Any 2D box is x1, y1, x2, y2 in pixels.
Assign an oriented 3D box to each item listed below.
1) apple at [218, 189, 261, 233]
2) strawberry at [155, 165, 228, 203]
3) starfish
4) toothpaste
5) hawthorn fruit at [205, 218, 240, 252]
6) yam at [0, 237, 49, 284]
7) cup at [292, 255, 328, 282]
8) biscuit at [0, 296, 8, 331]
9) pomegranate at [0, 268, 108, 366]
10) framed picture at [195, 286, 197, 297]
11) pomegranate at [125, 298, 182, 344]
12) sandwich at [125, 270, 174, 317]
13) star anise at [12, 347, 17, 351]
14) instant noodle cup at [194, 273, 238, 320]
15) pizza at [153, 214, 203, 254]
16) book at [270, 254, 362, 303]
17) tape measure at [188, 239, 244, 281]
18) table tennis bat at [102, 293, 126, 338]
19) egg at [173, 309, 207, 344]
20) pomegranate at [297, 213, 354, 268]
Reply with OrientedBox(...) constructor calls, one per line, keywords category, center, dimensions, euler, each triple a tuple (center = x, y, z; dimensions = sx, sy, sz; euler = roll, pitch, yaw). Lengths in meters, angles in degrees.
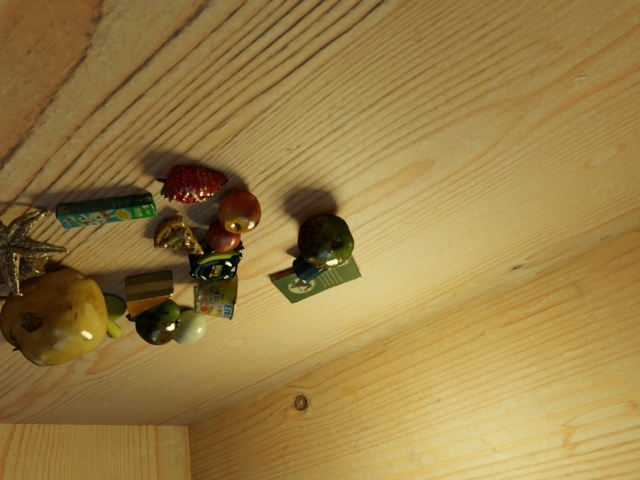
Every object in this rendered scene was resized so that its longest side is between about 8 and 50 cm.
OrientedBox(category="apple", center=(-0.258, -0.088, 1.396), dimensions=(0.147, 0.146, 0.146), euler=(-11, 148, -7))
OrientedBox(category="strawberry", center=(-0.378, -0.153, 1.287), dimensions=(0.192, 0.085, 0.140), euler=(17, 134, -43))
OrientedBox(category="starfish", center=(-0.866, 0.015, 1.250), dimensions=(0.232, 0.048, 0.294), euler=(-15, 106, -18))
OrientedBox(category="toothpaste", center=(-0.638, -0.090, 1.303), dimensions=(0.267, 0.050, 0.065), euler=(-9, 145, -11))
OrientedBox(category="hawthorn fruit", center=(-0.328, -0.021, 1.488), dimensions=(0.128, 0.127, 0.128), euler=(-11, 148, -7))
OrientedBox(category="yam", center=(-0.977, 0.070, 1.339), dimensions=(0.239, 0.127, 0.129), euler=(-13, -177, 6))
OrientedBox(category="cup", center=(-0.021, 0.090, 1.808), dimensions=(0.138, 0.113, 0.150), euler=(-35, 173, 26))
OrientedBox(category="biscuit", center=(-1.274, 0.288, 1.633), dimensions=(0.309, 0.040, 0.205), euler=(-35, 143, 29))
OrientedBox(category="pomegranate", center=(-0.898, 0.262, 1.496), dimensions=(0.333, 0.332, 0.332), euler=(-11, 148, -7))
OrientedBox(category="framed picture", center=(-0.474, 0.256, 1.953), dimensions=(0.173, 0.010, 0.231), euler=(-5, 147, -16))
OrientedBox(category="pomegranate", center=(-0.699, 0.329, 1.815), dimensions=(0.248, 0.201, 0.202), euler=(5, 153, 18))
OrientedBox(category="sandwich", center=(-0.663, 0.210, 1.703), dimensions=(0.188, 0.117, 0.144), euler=(-9, 150, -13))
OrientedBox(category="star anise", center=(-1.129, 0.393, 1.818), dimensions=(0.289, 0.088, 0.288), euler=(-19, 142, -15))
OrientedBox(category="instant noodle cup", center=(-0.424, 0.216, 1.760), dimensions=(0.153, 0.204, 0.205), euler=(10, 141, -19))
OrientedBox(category="pizza", center=(-0.482, 0.006, 1.475), dimensions=(0.185, 0.036, 0.176), euler=(-27, 119, 30))
OrientedBox(category="book", center=(-0.012, 0.167, 1.988), dimensions=(0.371, 0.043, 0.260), euler=(-21, 146, 6))
OrientedBox(category="tape measure", center=(-0.393, 0.068, 1.604), dimensions=(0.186, 0.112, 0.199), euler=(-5, 142, -29))
OrientedBox(category="table tennis bat", center=(-0.921, 0.323, 1.833), dimensions=(0.225, 0.054, 0.368), euler=(-16, 146, -11))
OrientedBox(category="egg", center=(-0.609, 0.401, 1.989), dimensions=(0.151, 0.151, 0.209), euler=(16, 142, -40))
OrientedBox(category="pomegranate", center=(0.000, 0.000, 1.619), dimensions=(0.215, 0.214, 0.248), euler=(8, 179, -33))
